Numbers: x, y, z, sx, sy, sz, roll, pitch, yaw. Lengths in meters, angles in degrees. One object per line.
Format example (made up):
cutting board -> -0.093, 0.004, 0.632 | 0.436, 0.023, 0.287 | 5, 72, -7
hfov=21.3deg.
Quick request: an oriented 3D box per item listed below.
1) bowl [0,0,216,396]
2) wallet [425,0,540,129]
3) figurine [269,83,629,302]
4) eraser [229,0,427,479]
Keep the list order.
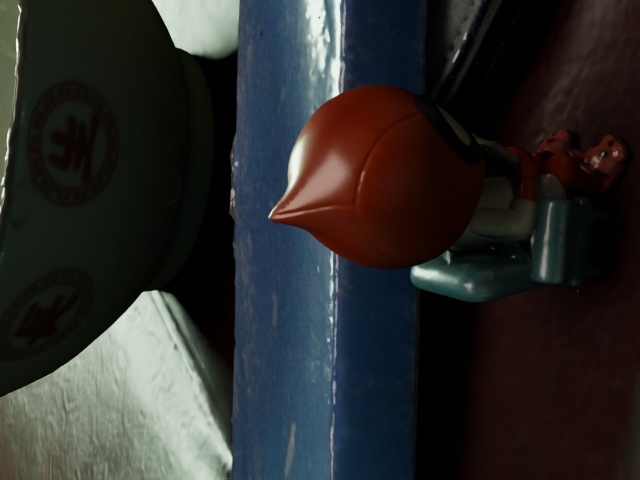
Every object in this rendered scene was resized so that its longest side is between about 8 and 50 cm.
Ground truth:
bowl -> -0.161, -0.049, 0.998 | 0.337, 0.157, 0.337 | -23, 64, 59
wallet -> 0.052, -0.170, 0.765 | 0.167, 0.036, 0.222 | -65, 33, 29
figurine -> 0.044, -0.016, 0.635 | 0.068, 0.140, 0.075 | 17, 98, 57
eraser -> 0.000, 0.000, 0.760 | 0.144, 0.042, 0.312 | -171, 82, -69
